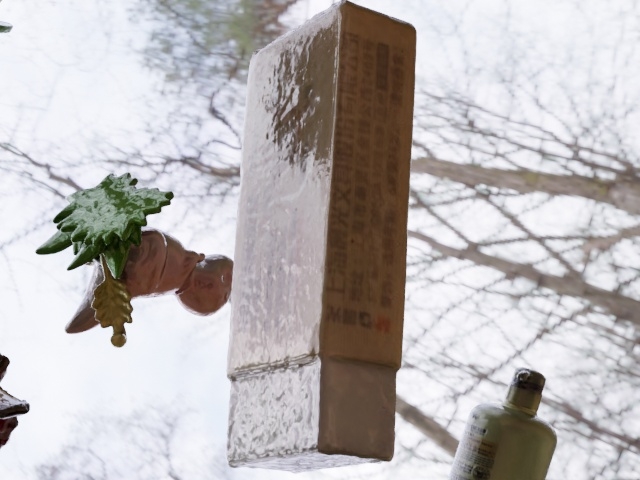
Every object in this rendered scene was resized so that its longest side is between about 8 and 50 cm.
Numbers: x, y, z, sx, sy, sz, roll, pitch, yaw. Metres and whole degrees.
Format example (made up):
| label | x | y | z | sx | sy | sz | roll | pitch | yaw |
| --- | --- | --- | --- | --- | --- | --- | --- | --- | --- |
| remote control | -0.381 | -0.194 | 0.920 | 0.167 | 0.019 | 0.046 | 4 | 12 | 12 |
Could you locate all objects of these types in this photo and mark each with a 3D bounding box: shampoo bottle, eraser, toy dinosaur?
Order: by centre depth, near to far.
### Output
| label | x | y | z | sx | sy | sz | roll | pitch | yaw |
| --- | --- | --- | --- | --- | --- | --- | --- | --- | --- |
| eraser | 0.000 | 0.000 | 1.014 | 0.078 | 0.144 | 0.343 | 13 | -108 | -30 |
| shampoo bottle | 0.154 | 0.186 | 1.127 | 0.079 | 0.079 | 0.162 | 20 | -94 | -32 |
| toy dinosaur | -0.187 | 0.028 | 1.351 | 0.194 | 0.152 | 0.177 | -43 | -51 | -32 |

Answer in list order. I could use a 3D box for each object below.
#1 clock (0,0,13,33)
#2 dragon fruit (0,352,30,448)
| label | x | y | z | sx | sy | sz | roll | pitch | yaw |
| --- | --- | --- | --- | --- | --- | --- | --- | --- | --- |
| clock | -0.340 | -0.247 | 1.119 | 0.144 | 0.103 | 0.231 | -57 | -43 | -5 |
| dragon fruit | -0.248 | 0.142 | 0.551 | 0.274 | 0.126 | 0.161 | -64 | -20 | 15 |
